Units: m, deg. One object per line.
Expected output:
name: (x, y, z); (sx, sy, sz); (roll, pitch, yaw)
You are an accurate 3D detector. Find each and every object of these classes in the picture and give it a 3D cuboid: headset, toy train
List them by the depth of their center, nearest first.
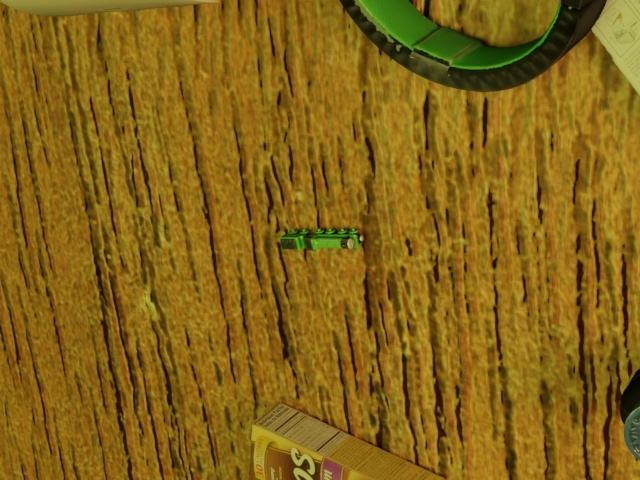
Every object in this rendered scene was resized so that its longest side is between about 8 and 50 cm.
headset: (0.114, -0.298, 0.990); (0.243, 0.185, 0.394); (27, 139, 27)
toy train: (0.000, 0.000, 1.250); (0.083, 0.023, 0.017); (0, 110, 36)

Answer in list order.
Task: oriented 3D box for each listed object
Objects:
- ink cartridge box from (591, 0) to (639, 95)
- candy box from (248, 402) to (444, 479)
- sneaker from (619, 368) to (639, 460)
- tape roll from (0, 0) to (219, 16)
ink cartridge box: (0.276, -0.152, 0.985); (0.145, 0.045, 0.179); (-47, 67, 40)
candy box: (0.020, 0.241, 1.329); (0.186, 0.053, 0.109); (21, 122, 28)
sneaker: (0.340, 0.125, 1.038); (0.232, 0.090, 0.081); (4, 113, 11)
tape roll: (-0.166, -0.302, 1.087); (0.169, 0.246, 0.246); (2, 112, 35)
